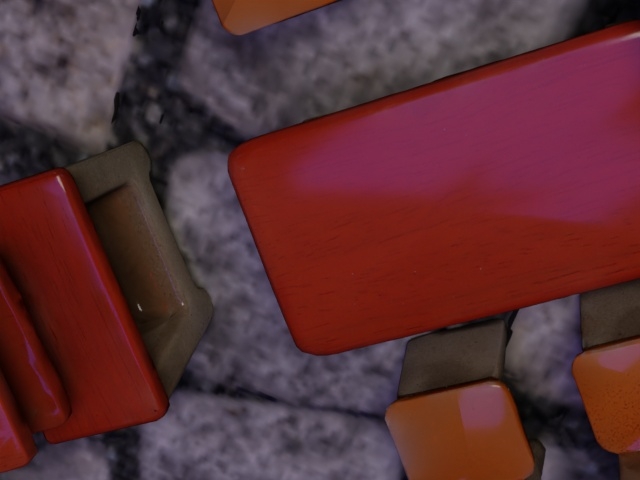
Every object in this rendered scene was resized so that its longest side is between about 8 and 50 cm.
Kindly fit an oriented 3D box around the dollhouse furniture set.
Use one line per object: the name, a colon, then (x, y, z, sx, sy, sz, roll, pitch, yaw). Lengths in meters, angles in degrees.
dollhouse furniture set: (0.000, 0.000, 0.436, 0.259, 0.135, 0.262, -16, 106, 18)
